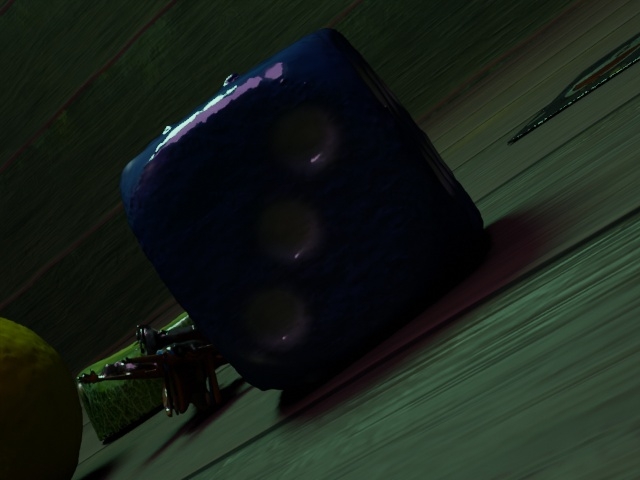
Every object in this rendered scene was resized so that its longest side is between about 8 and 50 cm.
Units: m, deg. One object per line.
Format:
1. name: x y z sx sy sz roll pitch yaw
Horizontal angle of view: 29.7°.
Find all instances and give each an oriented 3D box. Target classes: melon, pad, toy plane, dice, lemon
1. melon: -0.150 0.113 1.061 0.209 0.064 0.118 -33 0 31
2. pad: 0.265 -0.164 0.946 0.245 0.006 0.170 -35 4 45
3. toy plane: -0.092 0.083 0.829 0.135 0.062 0.188 -10 -2 -5
4. dice: -0.010 -0.018 0.628 0.146 0.146 0.143 -37 5 8
5. lemon: -0.267 0.143 0.894 0.178 0.178 0.203 -39 2 -28
